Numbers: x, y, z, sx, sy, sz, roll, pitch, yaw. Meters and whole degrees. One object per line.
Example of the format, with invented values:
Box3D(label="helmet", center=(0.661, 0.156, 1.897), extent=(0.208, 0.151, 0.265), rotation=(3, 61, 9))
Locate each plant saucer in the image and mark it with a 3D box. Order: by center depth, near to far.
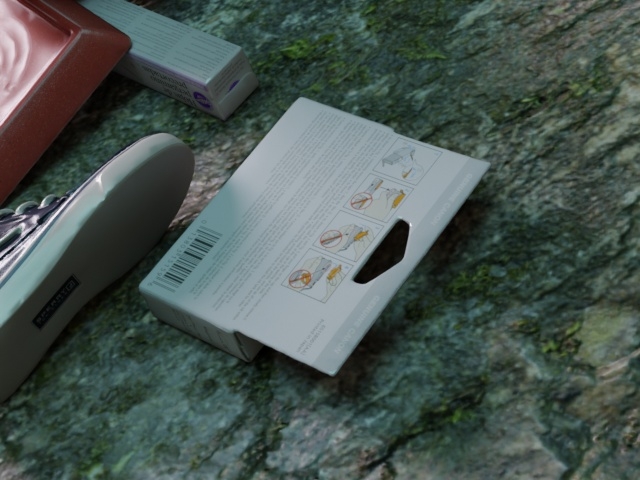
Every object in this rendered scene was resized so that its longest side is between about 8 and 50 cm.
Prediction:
Box3D(label="plant saucer", center=(-0.379, -0.190, 1.538), extent=(0.258, 0.048, 0.259), rotation=(35, 84, 35))

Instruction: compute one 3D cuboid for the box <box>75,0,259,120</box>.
Box3D(label="box", center=(-0.213, -0.227, 1.547), extent=(0.324, 0.063, 0.067), rotation=(25, 65, 33))

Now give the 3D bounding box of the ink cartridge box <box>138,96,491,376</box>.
Box3D(label="ink cartridge box", center=(0.000, 0.000, 1.292), extent=(0.239, 0.060, 0.275), rotation=(23, 62, 31))

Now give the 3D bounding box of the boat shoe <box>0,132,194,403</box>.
Box3D(label="boat shoe", center=(-0.288, -0.003, 1.344), extent=(0.158, 0.127, 0.340), rotation=(31, 67, 27))
